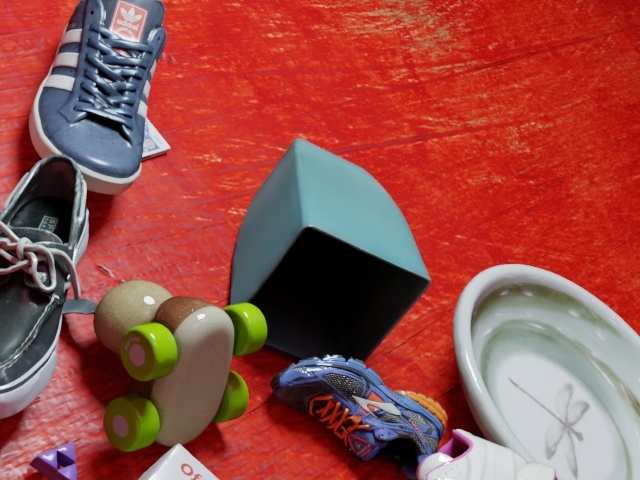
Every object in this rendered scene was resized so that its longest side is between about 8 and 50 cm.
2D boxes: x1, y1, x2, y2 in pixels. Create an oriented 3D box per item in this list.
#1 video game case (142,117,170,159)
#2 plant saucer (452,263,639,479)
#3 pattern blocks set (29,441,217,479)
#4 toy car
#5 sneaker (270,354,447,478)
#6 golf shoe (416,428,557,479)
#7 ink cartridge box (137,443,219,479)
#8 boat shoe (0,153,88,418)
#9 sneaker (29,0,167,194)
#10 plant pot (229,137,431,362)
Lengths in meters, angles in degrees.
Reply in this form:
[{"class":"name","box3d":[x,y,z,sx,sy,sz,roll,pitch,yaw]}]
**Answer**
[{"class":"video game case","box3d":[-0.244,-0.126,1.420,0.087,0.011,0.122,50,36,11]},{"class":"plant saucer","box3d":[0.306,0.215,1.509,0.401,0.100,0.400,26,39,-23]},{"class":"pattern blocks set","box3d":[-0.144,0.312,1.050,0.325,0.026,0.285,44,36,2]},{"class":"toy car","box3d":[-0.178,0.101,1.187,0.188,0.148,0.155,28,22,32]},{"class":"sneaker","box3d":[0.046,0.193,1.310,0.221,0.083,0.087,23,48,-19]},{"class":"golf shoe","box3d":[0.136,0.297,1.203,0.140,0.115,0.306,34,29,9]},{"class":"ink cartridge box","box3d":[-0.132,0.284,0.999,0.140,0.082,0.190,42,37,-1]},{"class":"boat shoe","box3d":[-0.277,0.030,1.124,0.113,0.105,0.306,15,38,1]},{"class":"sneaker","box3d":[-0.237,-0.199,1.354,0.131,0.148,0.350,21,34,-25]},{"class":"plant pot","box3d":[0.000,0.000,1.398,0.166,0.165,0.234,25,31,-23]}]
